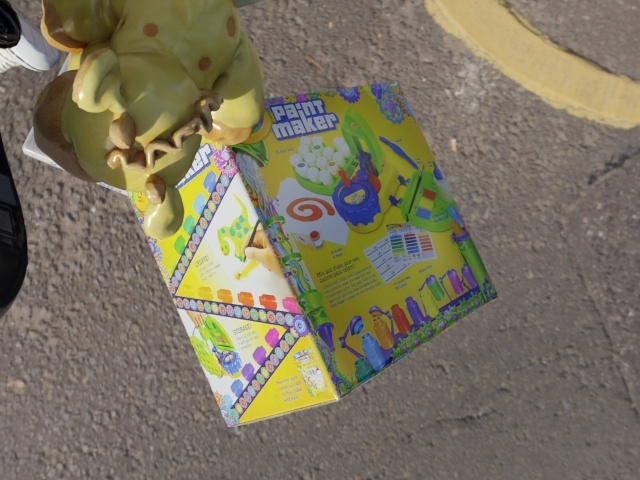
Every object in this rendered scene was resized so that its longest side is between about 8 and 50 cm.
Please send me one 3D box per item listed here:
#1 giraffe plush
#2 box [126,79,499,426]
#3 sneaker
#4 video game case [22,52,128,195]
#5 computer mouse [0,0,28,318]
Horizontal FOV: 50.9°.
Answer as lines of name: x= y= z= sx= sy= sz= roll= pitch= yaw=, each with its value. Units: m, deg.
giraffe plush: x=-0.118 y=-0.097 z=0.457 sx=0.181 sy=0.210 sz=0.170 roll=43 pitch=46 yaw=-32
box: x=0.000 y=0.000 z=0.722 sx=0.290 sy=0.177 sz=0.279 roll=-20 pitch=85 yaw=-45
sneaker: x=-0.439 y=-0.274 z=0.950 sx=0.091 sy=0.258 sz=0.094 roll=-48 pitch=128 yaw=0
video game case: x=-0.333 y=-0.246 z=1.244 sx=0.300 sy=0.036 sz=0.328 roll=23 pitch=72 yaw=-14
computer mouse: x=-0.241 y=-0.072 z=0.390 sx=0.072 sy=0.188 sz=0.272 roll=-18 pitch=73 yaw=5
